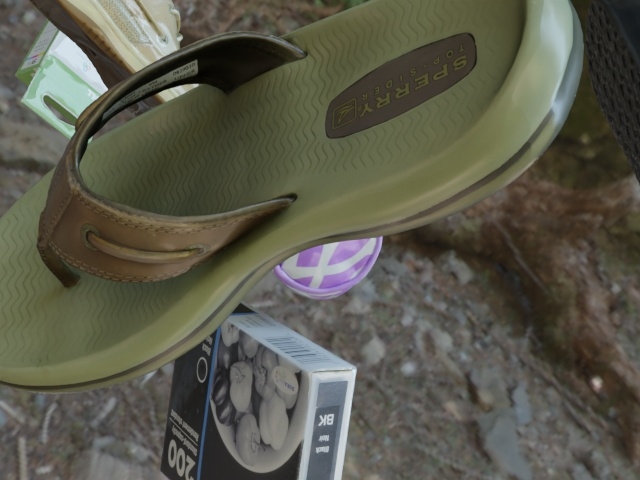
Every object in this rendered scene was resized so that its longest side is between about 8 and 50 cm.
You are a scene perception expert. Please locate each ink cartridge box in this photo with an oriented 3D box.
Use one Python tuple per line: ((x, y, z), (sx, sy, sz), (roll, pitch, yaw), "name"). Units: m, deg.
((-0.318, -0.221, 1.441), (0.109, 0.062, 0.209), (42, 54, -35), "ink cartridge box")
((-0.053, 0.158, 0.794), (0.045, 0.208, 0.206), (0, 12, -30), "ink cartridge box")

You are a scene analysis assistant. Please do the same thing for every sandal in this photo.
((0.358, -0.072, 1.013), (0.107, 0.167, 0.445), (-11, 54, -1), "sandal")
((-0.047, -0.034, 0.439), (0.086, 0.303, 0.120), (27, 44, -46), "sandal")

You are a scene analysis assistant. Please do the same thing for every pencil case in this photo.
((0.000, 0.000, 0.839), (0.086, 0.088, 0.206), (60, -2, -1), "pencil case")

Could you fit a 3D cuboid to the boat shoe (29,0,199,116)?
((-0.179, -0.204, 1.082), (0.302, 0.109, 0.098), (47, 72, -21), "boat shoe")
